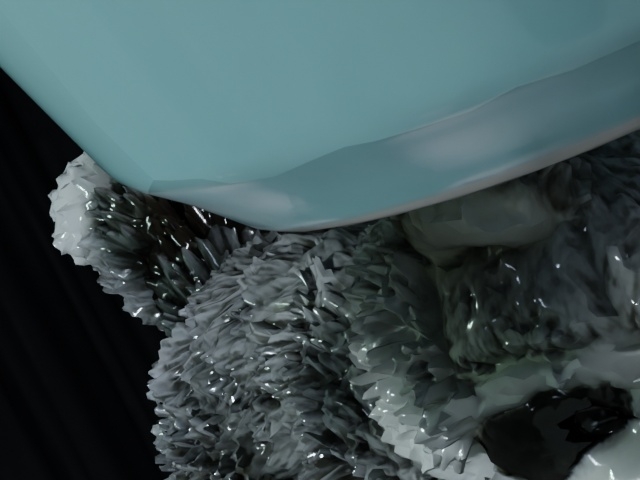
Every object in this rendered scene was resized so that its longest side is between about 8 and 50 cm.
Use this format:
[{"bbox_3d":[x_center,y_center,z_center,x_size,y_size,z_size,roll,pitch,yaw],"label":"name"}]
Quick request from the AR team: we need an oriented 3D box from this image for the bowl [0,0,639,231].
[{"bbox_3d":[0.028,-0.111,0.460,0.311,0.163,0.311,-23,12,5],"label":"bowl"}]

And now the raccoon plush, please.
[{"bbox_3d":[0.000,0.000,0.798,0.216,0.446,0.299,-32,-39,-37],"label":"raccoon plush"}]
